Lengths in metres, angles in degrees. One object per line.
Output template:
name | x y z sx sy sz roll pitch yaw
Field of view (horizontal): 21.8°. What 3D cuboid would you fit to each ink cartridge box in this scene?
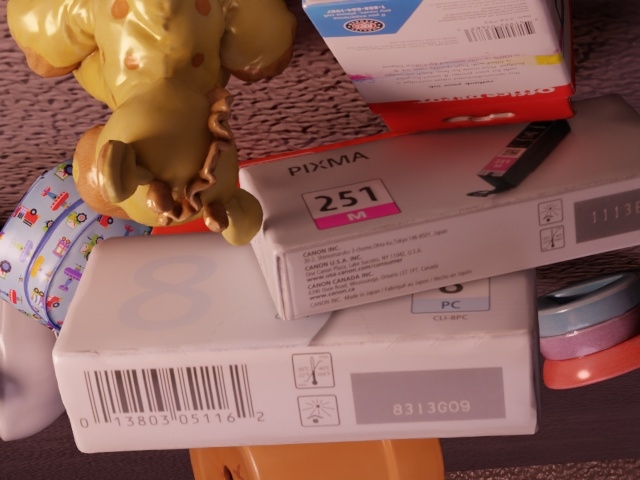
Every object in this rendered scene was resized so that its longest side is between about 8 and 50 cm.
ink cartridge box | 0.000 0.000 1.210 0.308 0.385 0.091 -4 122 8
ink cartridge box | 0.080 -0.051 1.146 0.275 0.060 0.239 -12 -150 -8
ink cartridge box | 0.081 -0.139 1.019 0.134 0.078 0.231 -4 165 13

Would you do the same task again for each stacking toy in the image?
stacking toy | 0.379 0.044 1.754 0.309 0.130 0.280 -15 -174 46

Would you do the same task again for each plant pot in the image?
plant pot | -0.020 0.244 1.896 0.204 0.290 0.291 -15 171 -25

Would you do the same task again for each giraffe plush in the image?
giraffe plush | -0.096 -0.082 1.032 0.181 0.170 0.210 5 163 -21

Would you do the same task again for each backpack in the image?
backpack | -0.184 0.017 1.401 0.117 0.158 0.173 37 -177 34

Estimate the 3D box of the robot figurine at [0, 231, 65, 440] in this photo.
robot figurine | -0.368 0.087 1.548 0.354 0.199 0.300 1 -157 -9
